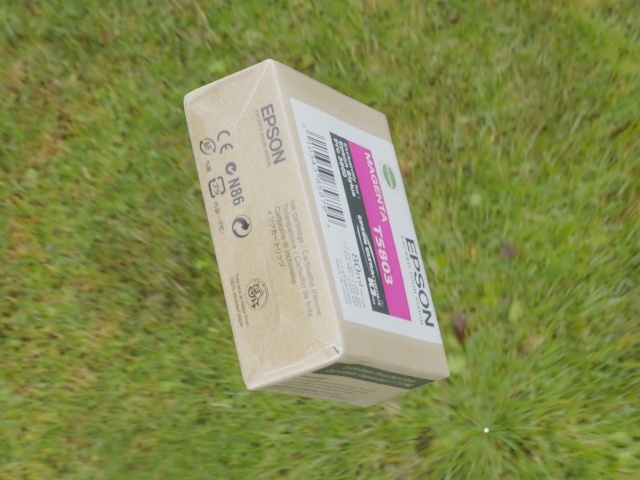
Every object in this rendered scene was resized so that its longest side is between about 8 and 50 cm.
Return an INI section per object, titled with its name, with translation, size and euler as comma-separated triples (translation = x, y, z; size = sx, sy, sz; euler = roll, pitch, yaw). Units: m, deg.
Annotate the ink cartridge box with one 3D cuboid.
[ink cartridge box]
translation = 0.000, 0.000, 1.213
size = 0.088, 0.193, 0.234
euler = -22, 72, 25
